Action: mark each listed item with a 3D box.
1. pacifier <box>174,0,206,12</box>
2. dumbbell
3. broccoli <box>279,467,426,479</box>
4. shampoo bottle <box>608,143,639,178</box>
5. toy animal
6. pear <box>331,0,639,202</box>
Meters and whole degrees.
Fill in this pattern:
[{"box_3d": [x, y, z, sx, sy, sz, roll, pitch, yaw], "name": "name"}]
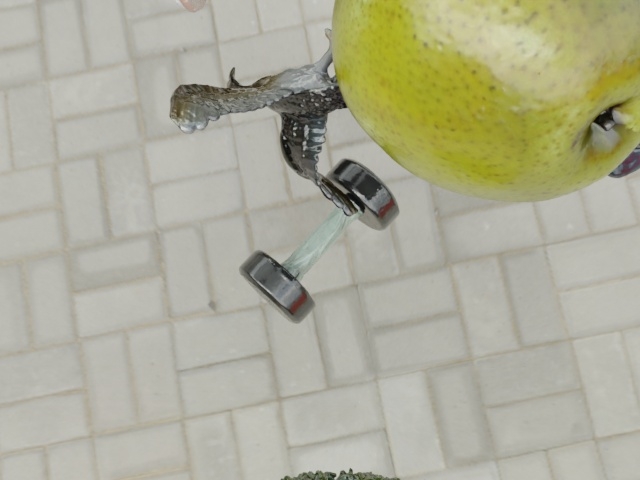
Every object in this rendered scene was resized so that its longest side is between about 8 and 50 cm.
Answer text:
[{"box_3d": [-0.171, -0.489, 1.127, 0.273, 0.220, 0.332, -26, 51, 37], "name": "pacifier"}, {"box_3d": [0.000, 0.000, 0.936, 0.100, 0.100, 0.191, 42, 82, 10], "name": "dumbbell"}, {"box_3d": [0.060, 0.361, 0.826, 0.288, 0.235, 0.260, -11, 94, 38], "name": "broccoli"}, {"box_3d": [0.413, -0.222, 0.829, 0.134, 0.078, 0.359, 32, 111, -14], "name": "shampoo bottle"}, {"box_3d": [-0.029, -0.151, 0.840, 0.160, 0.272, 0.197, -36, 48, 12], "name": "toy animal"}, {"box_3d": [0.148, -0.164, 0.644, 0.294, 0.294, 0.294, -1, 78, 3], "name": "pear"}]
